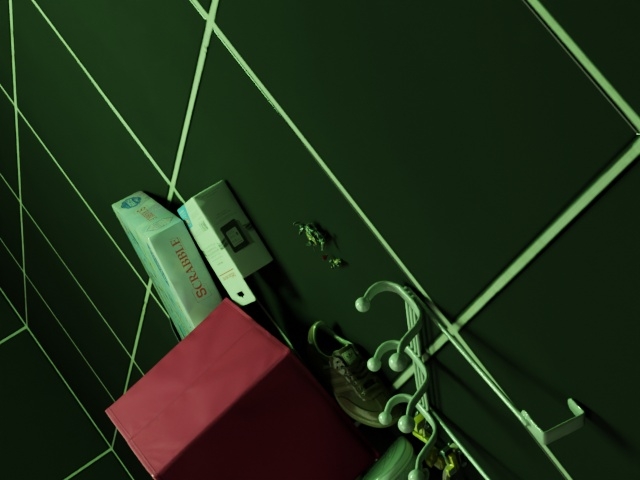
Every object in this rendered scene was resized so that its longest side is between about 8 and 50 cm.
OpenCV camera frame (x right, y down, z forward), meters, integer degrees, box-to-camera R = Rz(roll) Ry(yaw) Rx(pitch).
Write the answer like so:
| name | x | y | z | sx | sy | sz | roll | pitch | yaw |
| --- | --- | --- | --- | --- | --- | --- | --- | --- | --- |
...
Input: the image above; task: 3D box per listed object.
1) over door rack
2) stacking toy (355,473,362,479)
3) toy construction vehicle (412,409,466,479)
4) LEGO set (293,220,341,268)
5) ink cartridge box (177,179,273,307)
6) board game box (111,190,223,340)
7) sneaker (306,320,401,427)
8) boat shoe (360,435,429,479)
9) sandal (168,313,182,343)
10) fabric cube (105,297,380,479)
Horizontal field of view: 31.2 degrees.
| name | x | y | z | sx | sy | sz | roll | pitch | yaw |
| --- | --- | --- | --- | --- | --- | --- | --- | --- | --- |
| over door rack | 0.165 | 0.219 | 1.369 | 0.324 | 0.108 | 0.239 | 35 | 149 | 40 |
| stacking toy | -0.071 | 0.323 | 1.960 | 0.330 | 0.141 | 0.141 | 48 | 156 | 37 |
| toy construction vehicle | 0.158 | 0.290 | 1.560 | 0.086 | 0.035 | 0.098 | 33 | 147 | 44 |
| LEGO set | 0.000 | 0.001 | 1.529 | 0.083 | 0.023 | 0.054 | 51 | 162 | -20 |
| ink cartridge box | -0.137 | 0.007 | 1.745 | 0.180 | 0.060 | 0.104 | 58 | 158 | -3 |
| board game box | -0.230 | 0.087 | 1.950 | 0.318 | 0.066 | 0.318 | 65 | 167 | -20 |
| sneaker | 0.041 | 0.189 | 1.622 | 0.188 | 0.066 | 0.071 | 40 | 150 | 34 |
| boat shoe | 0.108 | 0.371 | 1.666 | 0.103 | 0.118 | 0.320 | 40 | 159 | 12 |
| sandal | -0.262 | 0.160 | 2.188 | 0.097 | 0.054 | 0.254 | 2 | 122 | 62 |
| fabric cube | -0.118 | 0.289 | 1.715 | 0.254 | 0.258 | 0.259 | 53 | 169 | -28 |
